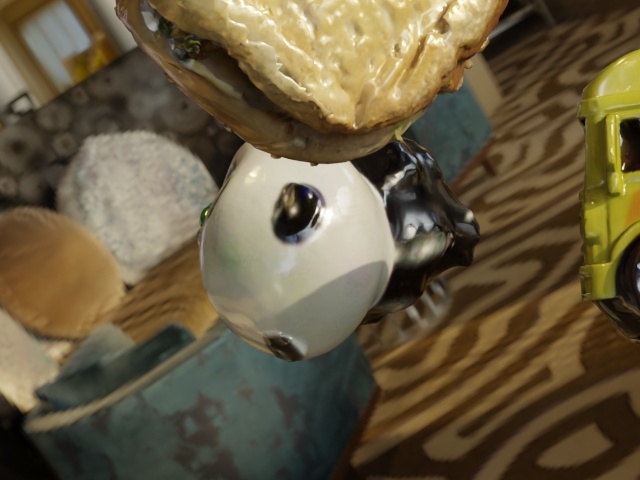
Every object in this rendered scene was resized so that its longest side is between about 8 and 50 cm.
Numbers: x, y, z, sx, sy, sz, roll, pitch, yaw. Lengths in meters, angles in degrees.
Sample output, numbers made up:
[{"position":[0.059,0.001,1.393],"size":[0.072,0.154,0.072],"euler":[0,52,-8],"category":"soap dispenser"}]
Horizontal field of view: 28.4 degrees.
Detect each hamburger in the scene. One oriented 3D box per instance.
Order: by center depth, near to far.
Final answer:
[{"position":[-0.012,-0.184,0.697],"size":[0.243,0.286,0.146],"euler":[-13,2,-32],"category":"hamburger"}]

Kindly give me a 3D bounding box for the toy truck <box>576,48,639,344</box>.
[{"position":[0.370,-0.059,0.838],"size":[0.405,0.254,0.180],"euler":[-8,-6,17],"category":"toy truck"}]

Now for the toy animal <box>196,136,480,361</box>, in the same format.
[{"position":[-0.008,-0.003,1.177],"size":[0.212,0.213,0.266],"euler":[-21,-5,40],"category":"toy animal"}]
